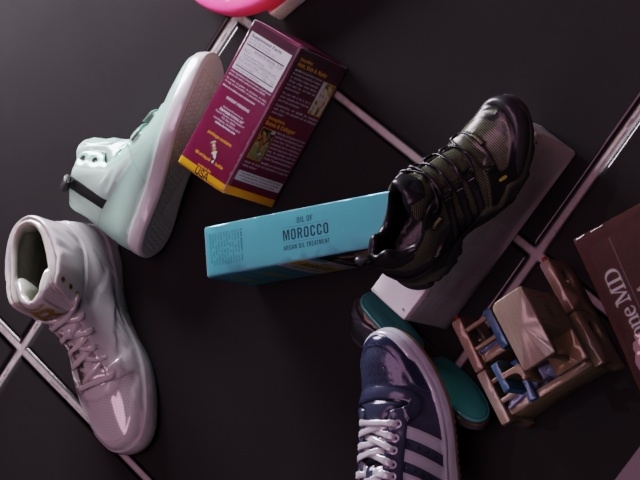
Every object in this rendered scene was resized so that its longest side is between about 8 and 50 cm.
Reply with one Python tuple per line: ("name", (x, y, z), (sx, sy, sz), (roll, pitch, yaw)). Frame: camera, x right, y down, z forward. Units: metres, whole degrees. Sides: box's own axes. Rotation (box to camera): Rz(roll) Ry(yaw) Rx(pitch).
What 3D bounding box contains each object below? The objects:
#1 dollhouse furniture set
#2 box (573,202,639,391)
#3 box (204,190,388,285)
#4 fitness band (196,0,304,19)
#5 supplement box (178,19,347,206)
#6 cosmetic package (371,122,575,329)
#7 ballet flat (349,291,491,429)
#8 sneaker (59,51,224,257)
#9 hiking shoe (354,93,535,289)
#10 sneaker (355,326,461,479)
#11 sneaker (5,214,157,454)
("dollhouse furniture set", (0.193, 0.097, 1.828), (0.129, 0.183, 0.129), (-35, 66, 22))
("box", (0.455, -0.001, 1.714), (0.381, 0.143, 0.191), (-32, 67, 25))
("box", (0.000, 0.000, 2.011), (0.244, 0.100, 0.060), (-10, 78, 30))
("fitness band", (-0.050, -0.386, 2.131), (0.291, 0.054, 0.209), (-39, 64, 19))
("supplement box", (-0.065, -0.144, 2.071), (0.081, 0.104, 0.188), (34, 99, 31))
("cosmetic package", (0.160, -0.021, 1.918), (0.060, 0.099, 0.239), (42, 103, 29))
("ballet flat", (0.101, 0.142, 1.952), (0.203, 0.074, 0.074), (46, 106, 22))
("sneaker", (-0.218, -0.125, 2.162), (0.151, 0.094, 0.256), (27, 99, 26))
("hiking shoe", (0.128, -0.050, 1.817), (0.086, 0.114, 0.227), (39, 102, 31))
("sneaker", (0.061, 0.239, 1.860), (0.099, 0.153, 0.282), (-9, 95, 50))
("sneaker", (-0.293, 0.111, 2.131), (0.108, 0.169, 0.293), (-25, 71, 24))
